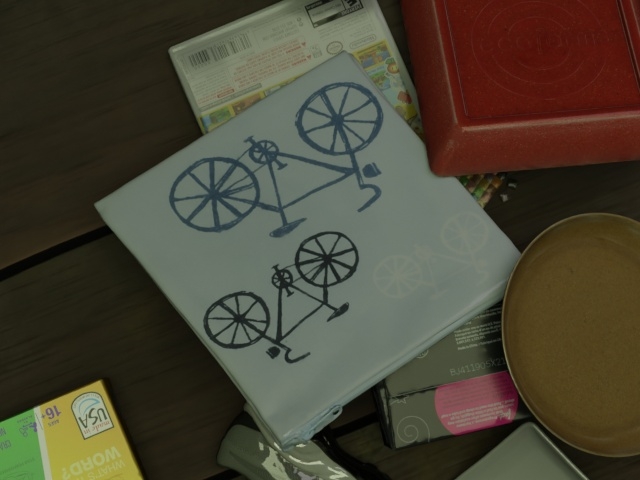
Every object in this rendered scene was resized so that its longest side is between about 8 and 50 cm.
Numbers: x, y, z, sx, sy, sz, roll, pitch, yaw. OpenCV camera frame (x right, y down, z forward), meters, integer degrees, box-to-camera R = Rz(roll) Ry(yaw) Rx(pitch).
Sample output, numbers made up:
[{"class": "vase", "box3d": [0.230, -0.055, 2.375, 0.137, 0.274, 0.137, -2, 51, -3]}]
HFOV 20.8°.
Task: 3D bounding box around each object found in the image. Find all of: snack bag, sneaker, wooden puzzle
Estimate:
[{"class": "snack bag", "box3d": [0.000, 0.000, 1.723, 0.323, 0.037, 0.342, -33, 65, -16]}, {"class": "sneaker", "box3d": [0.010, 0.270, 1.790, 0.271, 0.100, 0.108, 41, 100, 5]}, {"class": "wooden puzzle", "box3d": [0.166, -0.065, 1.854, 0.083, 0.006, 0.049, 36, 86, 1]}]

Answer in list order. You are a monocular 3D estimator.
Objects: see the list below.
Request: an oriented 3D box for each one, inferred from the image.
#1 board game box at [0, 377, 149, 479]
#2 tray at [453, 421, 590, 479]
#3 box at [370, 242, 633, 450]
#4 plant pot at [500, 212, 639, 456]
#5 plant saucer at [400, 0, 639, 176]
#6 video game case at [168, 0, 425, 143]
[{"class": "board game box", "box3d": [-0.269, 0.331, 1.783, 0.242, 0.064, 0.316, -24, 87, -3]}, {"class": "tray", "box3d": [0.267, 0.312, 1.792, 0.270, 0.030, 0.145, 46, 126, 2]}, {"class": "box", "box3d": [0.168, 0.108, 1.775, 0.247, 0.142, 0.163, -13, 85, -3]}, {"class": "plant pot", "box3d": [0.272, 0.091, 1.684, 0.236, 0.032, 0.236, 4, 79, -22]}, {"class": "plant saucer", "box3d": [0.223, -0.195, 1.788, 0.258, 0.048, 0.259, -5, 59, -5]}, {"class": "video game case", "box3d": [-0.019, -0.151, 1.847, 0.227, 0.026, 0.206, -23, 87, -4]}]
